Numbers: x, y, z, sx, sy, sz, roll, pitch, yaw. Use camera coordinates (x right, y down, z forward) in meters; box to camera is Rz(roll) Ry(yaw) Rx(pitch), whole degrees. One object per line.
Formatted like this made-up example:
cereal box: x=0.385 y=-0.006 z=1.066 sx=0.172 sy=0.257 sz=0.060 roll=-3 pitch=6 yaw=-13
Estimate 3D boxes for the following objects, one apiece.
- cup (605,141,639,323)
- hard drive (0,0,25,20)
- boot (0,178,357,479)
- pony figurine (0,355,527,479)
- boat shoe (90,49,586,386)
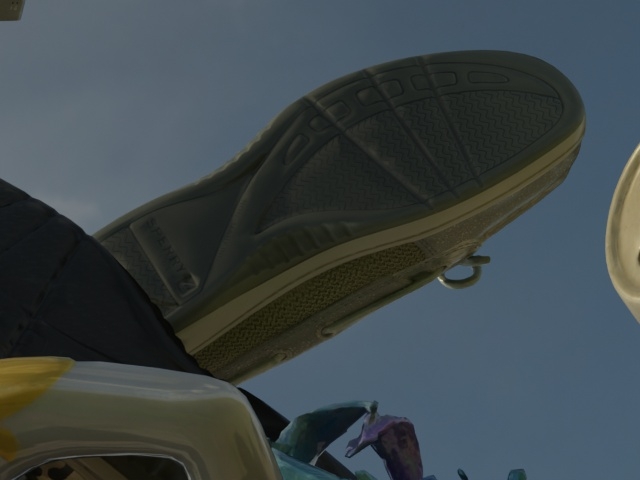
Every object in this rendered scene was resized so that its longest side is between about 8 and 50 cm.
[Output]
cup: x=0.376 y=0.002 z=1.590 sx=0.237 sy=0.331 sz=0.331 roll=19 pitch=-61 yaw=-22
hard drive: x=-0.248 y=-0.233 z=1.480 sx=0.094 sy=0.022 sz=0.135 roll=-12 pitch=-57 yaw=-58
boot: x=-0.161 y=0.151 z=0.985 sx=0.284 sy=0.377 sz=0.138 roll=-53 pitch=-2 yaw=30
pony figurine: x=0.004 y=0.190 z=0.535 sx=0.363 sy=0.303 sz=0.351 roll=6 pitch=-61 yaw=11
boat shoe: x=0.000 y=0.002 z=1.067 sx=0.320 sy=0.118 sz=0.103 roll=-30 pitch=-39 yaw=-4
